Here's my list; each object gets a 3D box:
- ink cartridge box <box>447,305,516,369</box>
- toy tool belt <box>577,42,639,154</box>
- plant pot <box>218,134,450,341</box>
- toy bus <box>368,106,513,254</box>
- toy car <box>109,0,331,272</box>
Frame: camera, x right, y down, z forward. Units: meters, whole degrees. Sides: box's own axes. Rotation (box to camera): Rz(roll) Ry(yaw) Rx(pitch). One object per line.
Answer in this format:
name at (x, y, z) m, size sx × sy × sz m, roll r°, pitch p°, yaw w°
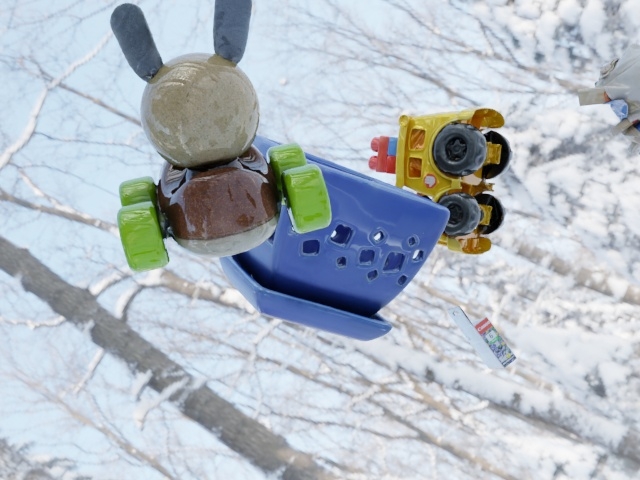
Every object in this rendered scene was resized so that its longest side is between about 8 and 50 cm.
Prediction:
ink cartridge box at (0.247, 0.143, 1.249) m, size 0.029 × 0.115 × 0.063 m, roll -34°, pitch -4°, yaw -14°
toy tool belt at (0.206, -0.082, 0.526) m, size 0.051 × 0.052 × 0.083 m, roll -37°, pitch -62°, yaw 23°
plant pot at (0.000, 0.000, 1.115) m, size 0.236 × 0.236 × 0.212 m, roll 17°, pitch -83°, yaw -26°
toy bus at (0.174, -0.095, 1.270) m, size 0.149 × 0.211 × 0.220 m, roll -3°, pitch -82°, yaw -59°
toy car at (-0.091, -0.092, 0.620) m, size 0.155 × 0.149 × 0.188 m, roll -14°, pitch -69°, yaw -8°
